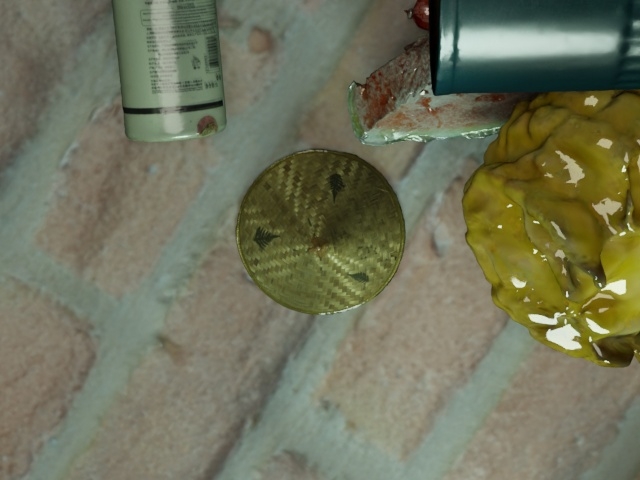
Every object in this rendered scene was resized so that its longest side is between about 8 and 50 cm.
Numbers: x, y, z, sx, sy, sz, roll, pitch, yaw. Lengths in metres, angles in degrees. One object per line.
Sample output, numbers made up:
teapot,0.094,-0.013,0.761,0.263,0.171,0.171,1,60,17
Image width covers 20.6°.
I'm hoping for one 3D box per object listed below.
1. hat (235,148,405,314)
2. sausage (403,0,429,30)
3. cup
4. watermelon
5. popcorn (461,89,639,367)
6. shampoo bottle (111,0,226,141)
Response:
hat,0.000,0.000,1.472,0.146,0.067,0.146,0,102,2
sausage,0.133,-0.189,1.445,0.129,0.034,0.034,-2,102,3
cup,0.225,-0.220,1.279,0.292,0.308,0.242,0,84,3
watermelon,0.112,-0.136,1.416,0.187,0.139,0.071,-9,73,2
popcorn,0.223,-0.028,1.385,0.250,0.190,0.250,-8,118,-14
shampoo bottle,-0.129,-0.214,1.423,0.085,0.085,0.262,-4,101,3
